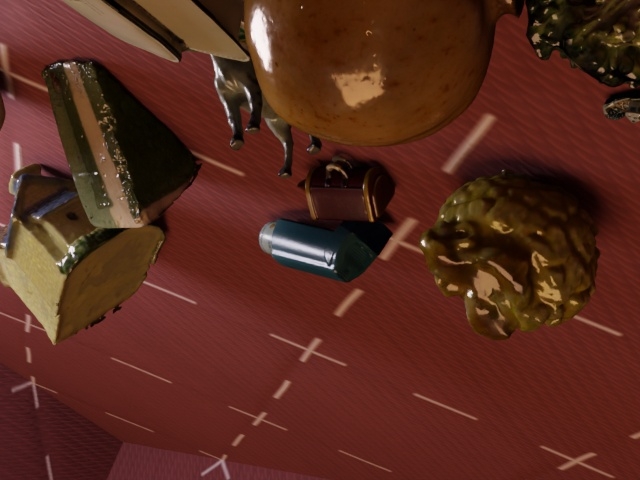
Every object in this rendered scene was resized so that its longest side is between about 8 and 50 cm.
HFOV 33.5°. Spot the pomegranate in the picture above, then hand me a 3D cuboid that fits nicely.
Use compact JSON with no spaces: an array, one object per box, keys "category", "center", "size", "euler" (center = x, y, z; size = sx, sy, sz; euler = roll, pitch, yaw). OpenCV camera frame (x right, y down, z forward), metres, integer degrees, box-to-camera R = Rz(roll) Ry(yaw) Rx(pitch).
[{"category":"pomegranate","center":[0.047,-0.239,1.101],"size":[0.307,0.307,0.307],"euler":[17,155,8]}]

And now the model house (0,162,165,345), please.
[{"category":"model house","center":[-0.495,-0.005,2.095],"size":[0.266,0.261,0.321],"euler":[42,140,14]}]

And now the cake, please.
[{"category":"cake","center":[-0.356,-0.143,1.730],"size":[0.158,0.172,0.283],"euler":[-2,145,36]}]

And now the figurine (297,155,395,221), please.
[{"category":"figurine","center":[0.027,-0.088,1.662],"size":[0.154,0.082,0.098],"euler":[5,137,32]}]

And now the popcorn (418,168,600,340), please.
[{"category":"popcorn","center":[0.260,0.021,1.513],"size":[0.251,0.237,0.206],"euler":[-13,179,-23]}]

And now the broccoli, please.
[{"category":"broccoli","center":[0.307,-0.255,0.963],"size":[0.263,0.247,0.243],"euler":[-133,34,-53]}]

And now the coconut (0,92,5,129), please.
[{"category":"coconut","center":[-0.641,-0.202,1.764],"size":[0.224,0.224,0.224],"euler":[17,155,8]}]

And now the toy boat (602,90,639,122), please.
[{"category":"toy boat","center":[0.380,-0.160,1.283],"size":[0.083,0.038,0.038],"euler":[-5,144,45]}]

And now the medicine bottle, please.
[{"category":"medicine bottle","center":[0.000,0.000,1.829],"size":[0.258,0.124,0.079],"euler":[10,158,49]}]

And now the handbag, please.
[{"category":"handbag","center":[-0.221,-0.322,1.156],"size":[0.236,0.160,0.358],"euler":[15,175,18]}]

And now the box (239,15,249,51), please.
[{"category":"box","center":[-0.078,-0.272,1.406],"size":[0.207,0.041,0.050],"euler":[33,155,-24]}]

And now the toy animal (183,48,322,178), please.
[{"category":"toy animal","center":[-0.095,-0.193,1.436],"size":[0.090,0.170,0.255],"euler":[-28,129,32]}]
